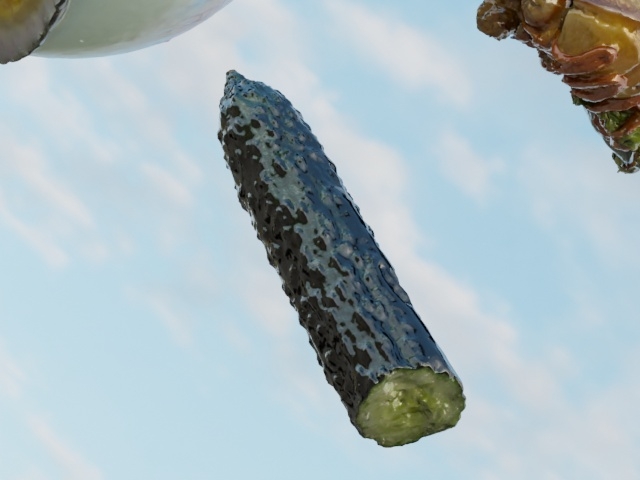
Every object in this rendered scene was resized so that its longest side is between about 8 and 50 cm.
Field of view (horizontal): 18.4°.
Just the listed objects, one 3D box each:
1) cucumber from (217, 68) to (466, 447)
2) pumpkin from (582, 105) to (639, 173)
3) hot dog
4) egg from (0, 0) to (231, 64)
[{"bbox_3d":[0.001,0.001,1.228,0.072,0.072,0.300,74,-9,-52],"label":"cucumber"},{"bbox_3d":[0.341,-0.120,1.885,0.211,0.211,0.152,37,-58,6],"label":"pumpkin"},{"bbox_3d":[0.250,-0.132,1.569,0.349,0.117,0.158,20,27,-55],"label":"hot dog"},{"bbox_3d":[-0.173,-0.349,1.827,0.354,0.339,0.355,16,-69,48],"label":"egg"}]
